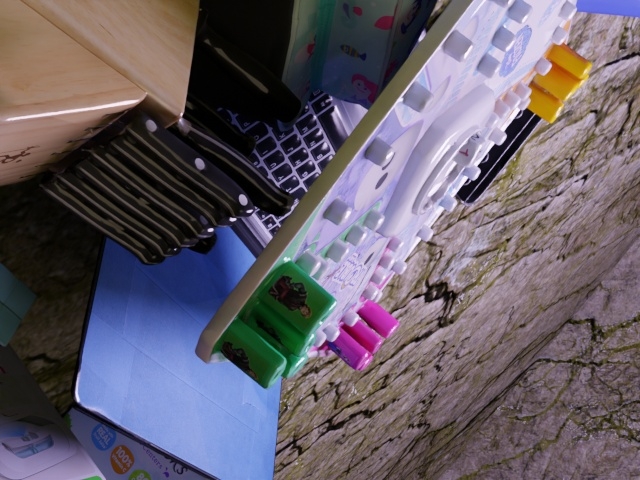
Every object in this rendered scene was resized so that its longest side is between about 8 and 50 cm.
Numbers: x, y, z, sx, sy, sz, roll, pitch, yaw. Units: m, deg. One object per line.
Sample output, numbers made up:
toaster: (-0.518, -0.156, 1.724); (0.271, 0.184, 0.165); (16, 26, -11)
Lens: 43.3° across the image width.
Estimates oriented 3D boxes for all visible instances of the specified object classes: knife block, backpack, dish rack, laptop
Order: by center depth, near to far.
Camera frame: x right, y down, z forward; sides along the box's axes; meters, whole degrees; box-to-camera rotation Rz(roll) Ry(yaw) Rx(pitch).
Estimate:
knife block: (-0.124, -0.115, 0.417); (0.088, 0.275, 0.242); (-26, -179, 31)
backpack: (0.000, -0.223, 0.516); (0.225, 0.191, 0.253); (103, 2, -57)
laptop: (0.000, 0.000, 0.752); (0.408, 0.236, 0.382); (-35, 147, -2)
dish rack: (0.187, -0.166, 1.012); (0.208, 0.074, 0.271); (-54, 151, 10)

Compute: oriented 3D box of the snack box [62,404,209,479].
snack box: (-0.192, 0.228, 0.874); (0.207, 0.174, 0.070); (-47, 155, -3)

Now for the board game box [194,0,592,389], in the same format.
board game box: (0.100, -0.053, 0.627); (0.390, 0.050, 0.390); (-53, 166, 1)

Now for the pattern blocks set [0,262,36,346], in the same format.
pattern blocks set: (-0.306, 0.005, 0.453); (0.285, 0.026, 0.325); (-60, 141, -39)

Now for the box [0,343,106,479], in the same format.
box: (-0.317, 0.247, 0.665); (0.127, 0.231, 0.262); (4, 122, -55)

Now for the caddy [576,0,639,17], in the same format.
caddy: (0.293, -0.373, 0.797); (0.241, 0.179, 0.341); (-67, 155, -15)
